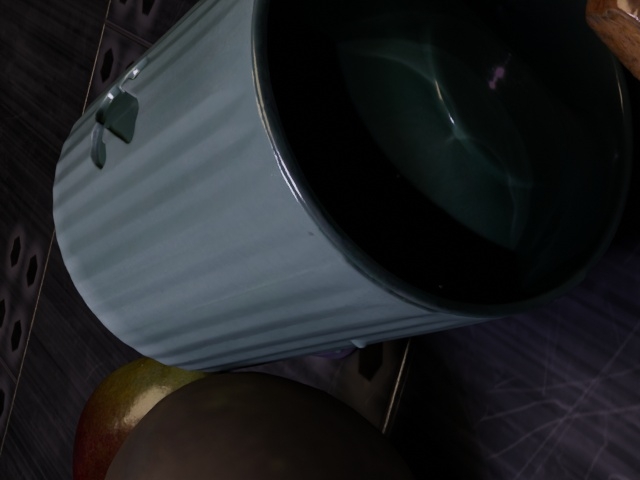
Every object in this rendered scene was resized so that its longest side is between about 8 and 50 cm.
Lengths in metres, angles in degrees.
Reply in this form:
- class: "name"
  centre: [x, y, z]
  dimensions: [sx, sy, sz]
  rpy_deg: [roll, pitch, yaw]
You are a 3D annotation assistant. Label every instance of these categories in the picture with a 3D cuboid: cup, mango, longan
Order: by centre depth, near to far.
- class: "cup"
  centre: [0.032, -0.077, 1.243]
  dimensions: [0.392, 0.401, 0.310]
  rpy_deg: [-23, 90, 54]
- class: "longan"
  centre: [-0.040, 0.271, 1.270]
  dimensions: [0.288, 0.288, 0.350]
  rpy_deg: [-35, 60, 55]
- class: "mango"
  centre: [-0.196, 0.197, 1.768]
  dimensions: [0.267, 0.111, 0.133]
  rpy_deg: [-48, 29, 39]

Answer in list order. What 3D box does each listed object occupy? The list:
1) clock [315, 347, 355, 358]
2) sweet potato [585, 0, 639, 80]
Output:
- class: "clock"
  centre: [0.000, 0.000, 1.505]
  dimensions: [0.172, 0.064, 0.198]
  rpy_deg: [44, 119, 58]
- class: "sweet potato"
  centre: [0.243, -0.221, 1.076]
  dimensions: [0.097, 0.097, 0.251]
  rpy_deg: [42, 119, 59]
